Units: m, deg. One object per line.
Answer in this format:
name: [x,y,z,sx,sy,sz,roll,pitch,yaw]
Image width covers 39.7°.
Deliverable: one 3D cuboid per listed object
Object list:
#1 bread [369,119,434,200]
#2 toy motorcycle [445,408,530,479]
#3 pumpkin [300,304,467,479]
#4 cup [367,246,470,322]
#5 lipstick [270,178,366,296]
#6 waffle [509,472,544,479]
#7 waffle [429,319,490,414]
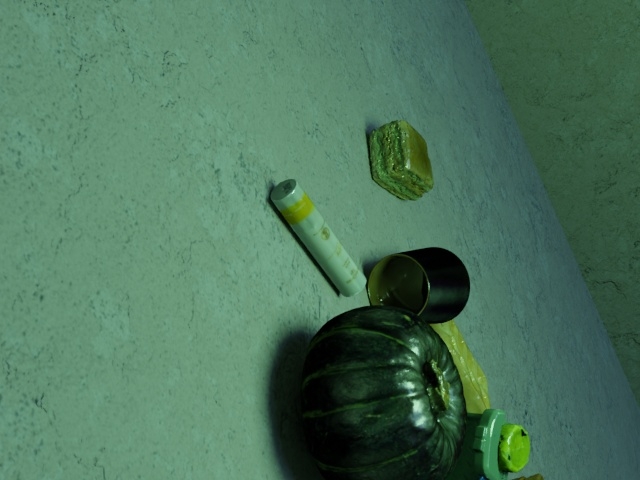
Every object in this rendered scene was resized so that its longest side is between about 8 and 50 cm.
bread: [0.195,-0.184,2.059,0.196,0.102,0.138,31,50,-55]
toy motorcycle: [0.267,0.485,1.730,0.200,0.191,0.326,34,63,-40]
pumpkin: [0.098,0.267,1.436,0.323,0.241,0.323,35,50,-57]
cup: [0.210,0.131,1.829,0.177,0.166,0.239,1,72,-59]
lipstick: [0.000,0.000,1.617,0.264,0.059,0.059,53,32,-33]
waffle: [0.507,0.743,2.101,0.224,0.098,0.328,-11,83,-62]
waffle: [0.319,0.292,2.025,0.274,0.057,0.168,59,18,-25]
